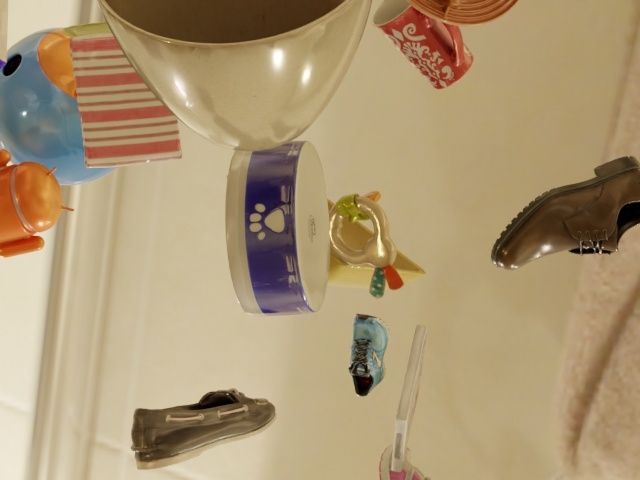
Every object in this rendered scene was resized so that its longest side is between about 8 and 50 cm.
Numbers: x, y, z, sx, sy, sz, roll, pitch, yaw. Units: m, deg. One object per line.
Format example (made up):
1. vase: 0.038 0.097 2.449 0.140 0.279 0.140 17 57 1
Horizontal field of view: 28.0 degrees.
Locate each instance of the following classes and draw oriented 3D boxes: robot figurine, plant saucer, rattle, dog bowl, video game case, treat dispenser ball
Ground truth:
1. robot figurine: -0.535 -0.060 2.188 0.219 0.158 0.128 -14 163 9
2. plant saucer: 0.000 0.000 2.541 0.333 0.081 0.333 37 -164 30
3. rattle: 0.104 0.008 2.342 0.199 0.130 0.143 47 -171 14
4. dog bowl: -0.060 -0.019 1.932 0.104 0.264 0.265 -2 -168 11
5. video game case: 0.158 0.281 2.283 0.023 0.183 0.201 10 -128 8
6. treat dispenser ball: -0.464 -0.244 2.346 0.288 0.288 0.288 9 -166 -2

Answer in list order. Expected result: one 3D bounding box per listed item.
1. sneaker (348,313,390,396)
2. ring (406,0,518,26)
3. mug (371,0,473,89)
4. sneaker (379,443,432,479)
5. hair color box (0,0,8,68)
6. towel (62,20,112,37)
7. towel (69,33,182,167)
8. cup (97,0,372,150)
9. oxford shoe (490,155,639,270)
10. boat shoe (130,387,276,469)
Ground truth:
1. sneaker: 0.078 0.194 2.139 0.063 0.162 0.073 7 -145 19
2. ring: 0.183 -0.462 1.773 0.337 0.336 0.032 -1 173 -34
3. mug: 0.186 -0.347 2.232 0.169 0.113 0.150 47 -171 -26
4. sneaker: 0.165 0.469 2.340 0.111 0.103 0.252 -3 -146 4
5. hair color box: -0.595 -0.420 2.023 0.110 0.338 0.185 -29 142 32
6. towel: -0.317 -0.310 1.996 0.102 0.021 0.237 -11 -154 -26
7. towel: -0.282 -0.204 1.859 0.144 0.197 0.029 -6 174 -20
8. cup: -0.093 -0.249 1.554 0.331 0.237 0.331 -2 -132 2
9. oxford shoe: 0.316 -0.018 1.570 0.227 0.083 0.096 -28 -125 -4
10. boat shoe: -0.179 0.280 2.058 0.112 0.095 0.335 -7 -177 32
